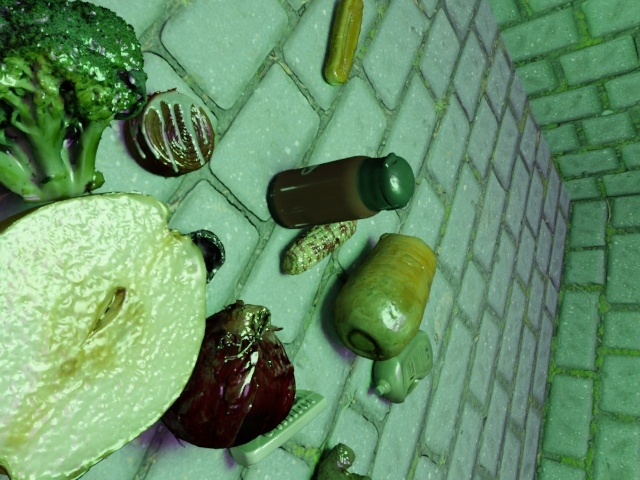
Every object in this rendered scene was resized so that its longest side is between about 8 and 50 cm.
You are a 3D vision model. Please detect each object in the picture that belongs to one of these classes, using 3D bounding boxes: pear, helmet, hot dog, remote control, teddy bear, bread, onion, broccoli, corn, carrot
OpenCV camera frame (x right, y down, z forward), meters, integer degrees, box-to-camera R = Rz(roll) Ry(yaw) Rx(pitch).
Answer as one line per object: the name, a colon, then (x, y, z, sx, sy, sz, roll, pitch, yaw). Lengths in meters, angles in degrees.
pear: (-0.353, 0.117, 0.647, 0.340, 0.191, 0.386, 58, 48, -34)
helmet: (-0.243, 0.036, 0.864, 0.123, 0.070, 0.098, -49, 115, -30)
hot dog: (0.062, -0.553, 1.260, 0.087, 0.061, 0.286, 31, 66, -38)
remote control: (-0.086, 0.400, 0.986, 0.230, 0.090, 0.049, -23, 104, -45)
teddy bear: (0.067, 0.610, 1.109, 0.140, 0.177, 0.190, -40, 126, 9)
bread: (-0.276, -0.197, 0.848, 0.160, 0.073, 0.161, 5, 83, -46)
onion: (-0.155, 0.262, 0.834, 0.280, 0.221, 0.281, -15, 113, -39)
broccoli: (-0.394, -0.192, 0.600, 0.321, 0.304, 0.284, -17, 125, -24)
corn: (0.000, 0.000, 1.123, 0.253, 0.086, 0.086, -37, 113, -39)
carrot: (0.175, 0.141, 1.200, 0.341, 0.224, 0.224, -53, 123, -38)

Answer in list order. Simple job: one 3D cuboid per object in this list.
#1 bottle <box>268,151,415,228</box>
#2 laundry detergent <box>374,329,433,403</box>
bottle: (0.042, -0.107, 0.992, 0.144, 0.336, 0.144, 6, 82, -46)
laundry detergent: (0.236, 0.377, 1.339, 0.253, 0.091, 0.181, -29, 113, -45)
